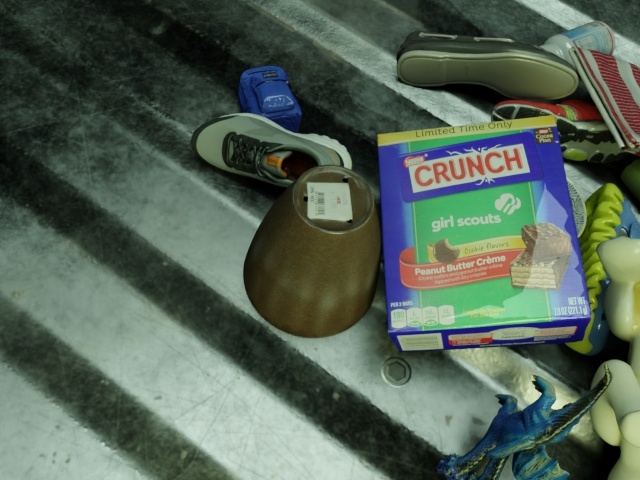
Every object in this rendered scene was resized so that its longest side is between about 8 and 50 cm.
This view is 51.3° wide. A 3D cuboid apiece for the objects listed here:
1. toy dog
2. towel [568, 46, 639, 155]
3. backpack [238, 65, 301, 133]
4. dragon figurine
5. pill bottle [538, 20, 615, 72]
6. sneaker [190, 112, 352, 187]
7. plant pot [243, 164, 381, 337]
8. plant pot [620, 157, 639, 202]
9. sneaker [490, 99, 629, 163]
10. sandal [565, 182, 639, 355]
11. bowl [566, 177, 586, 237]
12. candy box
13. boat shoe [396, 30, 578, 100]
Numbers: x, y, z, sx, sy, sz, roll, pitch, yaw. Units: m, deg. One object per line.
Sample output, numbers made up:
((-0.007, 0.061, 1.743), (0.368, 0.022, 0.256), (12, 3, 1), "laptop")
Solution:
((0.480, 0.238, 0.879), (0.284, 0.395, 0.408), (8, 75, 16), "toy dog")
((0.617, -0.246, 1.238), (0.329, 0.037, 0.237), (3, 58, -33), "towel")
((-0.088, -0.250, 1.160), (0.098, 0.101, 0.120), (-8, 59, -21), "backpack")
((0.268, 0.258, 0.852), (0.085, 0.289, 0.144), (42, 52, -6), "dragon figurine")
((0.500, -0.375, 1.328), (0.160, 0.087, 0.087), (-23, 67, -20), "pill bottle")
((-0.088, -0.141, 1.061), (0.271, 0.100, 0.108), (14, 19, 17), "sneaker")
((0.000, 0.000, 0.961), (0.215, 0.230, 0.215), (4, 62, -7), "plant pot")
((0.592, -0.106, 1.208), (0.083, 0.083, 0.079), (-23, 55, -20), "plant pot")
((0.442, -0.214, 1.241), (0.279, 0.107, 0.118), (9, 44, -9), "sneaker")
((0.477, 0.051, 1.076), (0.138, 0.126, 0.317), (28, 62, 2), "sandal")
((0.350, -0.043, 1.127), (0.170, 0.080, 0.170), (4, 61, -8), "bowl")
((0.228, -0.011, 0.975), (0.268, 0.122, 0.317), (-6, 64, 11), "candy box")
((0.311, -0.341, 1.247), (0.335, 0.112, 0.095), (8, 59, 10), "boat shoe")
